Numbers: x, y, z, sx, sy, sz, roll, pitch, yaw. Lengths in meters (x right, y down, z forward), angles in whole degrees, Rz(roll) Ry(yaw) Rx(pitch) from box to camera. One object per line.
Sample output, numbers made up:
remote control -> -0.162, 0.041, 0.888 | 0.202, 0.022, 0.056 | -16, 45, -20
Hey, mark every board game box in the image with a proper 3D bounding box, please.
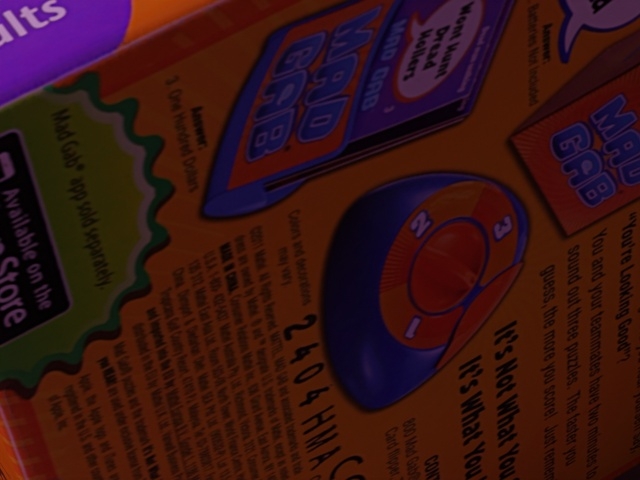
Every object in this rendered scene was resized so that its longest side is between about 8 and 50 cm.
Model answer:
board game box -> -0.032, -0.096, 0.755 | 0.356, 0.356, 0.356 | -28, -38, -16
